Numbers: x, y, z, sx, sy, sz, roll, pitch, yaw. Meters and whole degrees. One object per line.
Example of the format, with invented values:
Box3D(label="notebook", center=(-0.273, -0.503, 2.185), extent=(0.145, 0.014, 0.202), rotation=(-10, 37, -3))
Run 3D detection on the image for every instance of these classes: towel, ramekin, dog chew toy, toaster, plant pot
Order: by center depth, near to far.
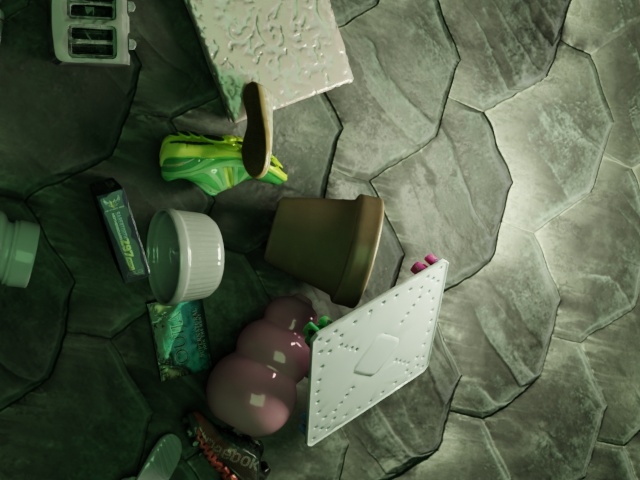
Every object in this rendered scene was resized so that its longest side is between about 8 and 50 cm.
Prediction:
Box3D(label="toaster", center=(-0.471, -0.438, 1.728), extent=(0.186, 0.110, 0.168), rotation=(-2, 98, -21))
Box3D(label="ramekin", center=(-0.288, 0.034, 1.828), extent=(0.109, 0.207, 0.207), rotation=(-1, 99, -31))
Box3D(label="towel", center=(-0.113, -0.461, 1.897), extent=(0.317, 0.053, 0.332), rotation=(-23, 106, -16))
Box3D(label="plant pot", center=(0.000, 0.000, 1.929), extent=(0.229, 0.263, 0.263), rotation=(16, 92, -4))
Box3D(label="dog chew toy", center=(-0.116, 0.272, 1.937), extent=(0.206, 0.206, 0.332), rotation=(34, 78, -22))

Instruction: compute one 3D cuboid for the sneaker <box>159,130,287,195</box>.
Box3D(label="sneaker", center=(-0.217, -0.163, 1.890), extent=(0.295, 0.109, 0.123), rotation=(8, 123, -26))

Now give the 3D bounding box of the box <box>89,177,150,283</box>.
Box3D(label="box", center=(-0.412, -0.026, 1.748), extent=(0.059, 0.233, 0.183), rotation=(-19, 104, -15))

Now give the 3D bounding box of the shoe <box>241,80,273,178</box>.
Box3D(label="shoe", center=(-0.125, -0.234, 1.835), extent=(0.058, 0.076, 0.219), rotation=(15, 67, -48))

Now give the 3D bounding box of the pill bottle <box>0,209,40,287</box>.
Box3D(label="pill bottle", center=(-0.708, 0.003, 1.676), extent=(0.283, 0.160, 0.160), rotation=(14, 93, -23))

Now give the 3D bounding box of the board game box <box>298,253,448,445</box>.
Box3D(label="board game box", center=(0.114, 0.248, 1.953), extent=(0.390, 0.050, 0.390), rotation=(-27, 140, -29))

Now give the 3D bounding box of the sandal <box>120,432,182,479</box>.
Box3D(label="sandal", center=(-0.404, 0.557, 1.935), extent=(0.102, 0.076, 0.265), rotation=(49, 58, -35))

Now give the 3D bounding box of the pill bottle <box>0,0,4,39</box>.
Box3D(label="pill bottle", center=(-0.666, -0.412, 1.667), extent=(0.087, 0.087, 0.160), rotation=(10, 94, -22))

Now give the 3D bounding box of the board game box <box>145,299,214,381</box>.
Box3D(label="board game box", center=(-0.317, 0.215, 1.935), extent=(0.126, 0.026, 0.186), rotation=(-13, 103, -20))

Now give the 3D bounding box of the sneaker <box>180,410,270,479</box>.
Box3D(label="sneaker", center=(-0.211, 0.480, 1.979), extent=(0.135, 0.097, 0.276), rotation=(-38, 112, -12))
